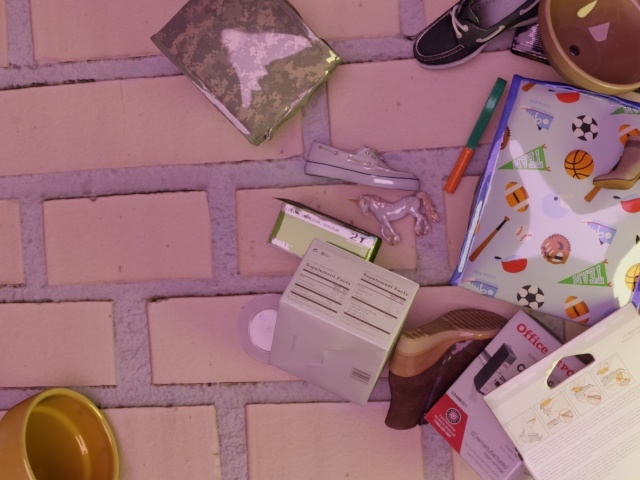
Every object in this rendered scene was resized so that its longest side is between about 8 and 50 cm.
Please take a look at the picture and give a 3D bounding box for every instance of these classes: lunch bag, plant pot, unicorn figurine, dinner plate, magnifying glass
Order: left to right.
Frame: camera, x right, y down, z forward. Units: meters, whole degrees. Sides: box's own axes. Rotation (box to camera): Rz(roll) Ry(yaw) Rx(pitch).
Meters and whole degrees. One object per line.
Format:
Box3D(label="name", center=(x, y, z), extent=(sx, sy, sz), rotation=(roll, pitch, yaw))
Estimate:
Box3D(label="plant pot", center=(-0.563, 0.443, 1.847), extent=(0.239, 0.254, 0.253), rotation=(-26, 87, 25))
Box3D(label="lunch bag", center=(-0.126, -0.346, 1.784), extent=(0.235, 0.169, 0.287), rotation=(-43, 80, 7))
Box3D(label="dinner plate", center=(-0.096, 0.175, 1.868), extent=(0.141, 0.017, 0.141), rotation=(0, 90, 9))
Box3D(label="unicorn figurine", center=(0.139, -0.049, 1.809), extent=(0.162, 0.060, 0.111), rotation=(-19, 88, -7))
Box3D(label="magnifying glass", center=(0.287, -0.195, 1.770), extent=(0.026, 0.092, 0.230), rotation=(24, 105, 5))
Box3D(label="lunch bag", center=(0.438, -0.071, 1.669), extent=(0.328, 0.239, 0.385), rotation=(15, 101, 9))
Box3D(label="plant pot", center=(0.463, -0.346, 1.628), extent=(0.238, 0.110, 0.237), rotation=(5, 72, -17))

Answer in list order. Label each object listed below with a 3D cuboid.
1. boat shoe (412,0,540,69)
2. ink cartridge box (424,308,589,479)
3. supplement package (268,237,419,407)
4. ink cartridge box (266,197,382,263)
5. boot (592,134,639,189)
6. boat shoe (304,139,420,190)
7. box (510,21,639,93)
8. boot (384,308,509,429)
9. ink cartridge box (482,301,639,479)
Box3D(label="boat shoe", center=(0.288, -0.408, 1.717), extent=(0.303, 0.091, 0.114), rotation=(-28, 71, 26))
Box3D(label="ink cartridge box", center=(0.357, 0.291, 1.711), extent=(0.273, 0.114, 0.197), rotation=(-49, 54, 5))
Box3D(label="supplement package", center=(0.036, 0.153, 1.707), extent=(0.204, 0.261, 0.145), rotation=(24, 59, 7))
Box3D(label="ink cartridge box", center=(0.000, 0.000, 1.725), extent=(0.189, 0.255, 0.097), rotation=(23, 93, 8))
Box3D(label="boot", center=(0.502, -0.128, 1.542), extent=(0.119, 0.042, 0.086), rotation=(4, 75, 5))
Box3D(label="boat shoe", center=(0.080, -0.144, 1.797), extent=(0.226, 0.083, 0.075), rotation=(10, 94, 9))
Box3D(label="box", center=(0.531, -0.440, 1.725), extent=(0.296, 0.073, 0.293), rotation=(19, 94, 9))
Box3D(label="boot", center=(0.233, 0.241, 1.782), extent=(0.249, 0.090, 0.206), rotation=(-9, 122, -24))
Box3D(label="ink cartridge box", center=(0.456, 0.285, 1.575), extent=(0.296, 0.066, 0.261), rotation=(-33, 87, 2))
